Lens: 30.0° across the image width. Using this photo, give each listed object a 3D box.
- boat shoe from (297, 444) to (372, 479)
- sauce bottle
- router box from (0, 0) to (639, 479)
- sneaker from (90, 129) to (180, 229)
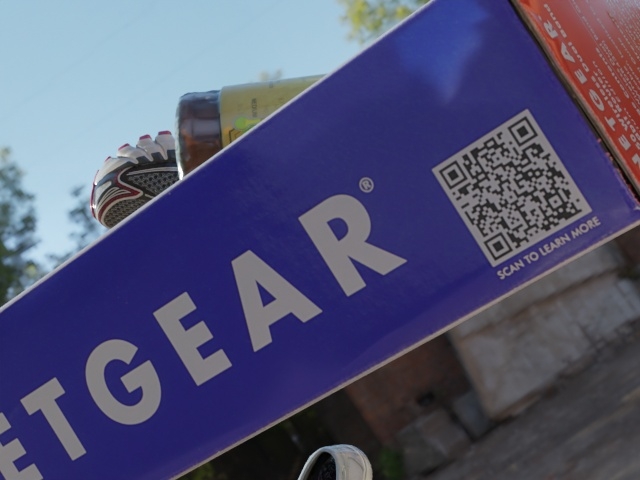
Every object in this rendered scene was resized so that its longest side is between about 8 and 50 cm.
[{"bbox_3d":[-0.018,0.317,1.233,0.081,0.079,0.227,27,-99,-56],"label":"boat shoe"},{"bbox_3d":[0.072,-0.075,0.847,0.345,0.111,0.111,-8,-7,4],"label":"sauce bottle"},{"bbox_3d":[0.000,0.000,0.513,0.335,0.082,0.301,-32,1,29],"label":"router box"},{"bbox_3d":[-0.054,-0.012,0.969,0.121,0.299,0.112,65,-142,-60],"label":"sneaker"}]
